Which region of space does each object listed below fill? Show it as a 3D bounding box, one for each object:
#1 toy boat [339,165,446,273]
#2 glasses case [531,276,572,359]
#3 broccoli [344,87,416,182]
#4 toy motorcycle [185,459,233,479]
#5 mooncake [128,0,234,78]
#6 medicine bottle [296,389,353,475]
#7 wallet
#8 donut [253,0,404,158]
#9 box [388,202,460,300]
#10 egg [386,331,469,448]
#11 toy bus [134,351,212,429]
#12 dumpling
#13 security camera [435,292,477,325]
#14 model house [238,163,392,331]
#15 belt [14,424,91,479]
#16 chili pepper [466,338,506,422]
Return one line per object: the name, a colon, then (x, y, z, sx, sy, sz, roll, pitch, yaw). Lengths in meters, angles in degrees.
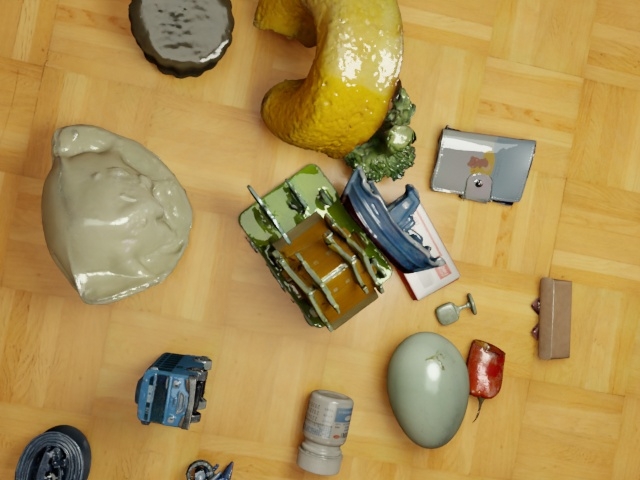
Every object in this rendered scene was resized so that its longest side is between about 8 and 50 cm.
toy boat: (0.170, -0.044, 1.376, 0.142, 0.129, 0.309, -38, 111, 15)
glasses case: (0.557, 0.185, 1.517, 0.102, 0.070, 0.193, 5, 87, -34)
broccoli: (0.162, -0.234, 1.368, 0.177, 0.275, 0.198, 41, 71, -9)
toy motorcycle: (-0.256, 0.594, 1.417, 0.114, 0.076, 0.205, 9, 87, -15)
mooncake: (-0.303, -0.475, 1.394, 0.228, 0.124, 0.228, -1, 93, -10)
medicine bottle: (0.011, 0.430, 1.428, 0.105, 0.105, 0.168, 12, 88, -6)
wallet: (0.378, -0.173, 1.491, 0.231, 0.069, 0.170, 8, 106, -3)
donut: (0.000, -0.399, 1.302, 0.163, 0.377, 0.435, 0, 82, -30)
box: (0.219, 0.015, 1.480, 0.123, 0.050, 0.229, -29, 93, -6)
egg: (0.240, 0.335, 1.414, 0.183, 0.183, 0.264, -5, 96, -6)
toy bus: (-0.306, 0.309, 1.330, 0.133, 0.234, 0.116, 10, 88, -4)
dumpling: (-0.433, -0.064, 1.364, 0.315, 0.233, 0.395, -11, 75, -37)
security camera: (0.318, 0.164, 1.496, 0.092, 0.058, 0.058, -17, 92, 6)
model house: (0.000, 0.000, 1.330, 0.242, 0.313, 0.357, -34, 92, -8)
belt: (-0.581, 0.503, 1.373, 0.141, 0.082, 0.190, 17, 86, -1)
chili pepper: (0.378, 0.333, 1.481, 0.086, 0.084, 0.192, 10, 85, 27)
